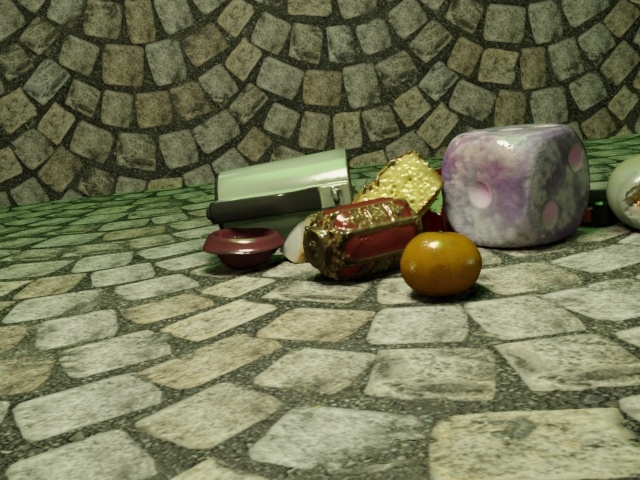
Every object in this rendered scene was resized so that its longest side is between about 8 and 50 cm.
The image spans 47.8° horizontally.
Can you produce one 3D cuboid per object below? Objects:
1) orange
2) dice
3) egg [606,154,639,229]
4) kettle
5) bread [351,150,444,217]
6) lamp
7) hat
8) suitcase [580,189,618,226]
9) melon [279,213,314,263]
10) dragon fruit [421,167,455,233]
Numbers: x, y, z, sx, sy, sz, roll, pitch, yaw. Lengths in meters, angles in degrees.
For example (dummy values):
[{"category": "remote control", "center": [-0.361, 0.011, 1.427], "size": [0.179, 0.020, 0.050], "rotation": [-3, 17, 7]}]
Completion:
[{"category": "orange", "center": [0.231, 0.042, 1.390], "size": [0.156, 0.124, 0.156], "rotation": [-9, 12, 2]}, {"category": "dice", "center": [0.475, -0.138, 1.765], "size": [0.271, 0.270, 0.270], "rotation": [-17, 16, -37]}, {"category": "egg", "center": [0.784, -0.121, 1.734], "size": [0.183, 0.183, 0.217], "rotation": [-2, 21, 22]}, {"category": "kettle", "center": [-0.098, -0.101, 1.969], "size": [0.376, 0.250, 0.361], "rotation": [-8, 9, 5]}, {"category": "bread", "center": [0.188, -0.091, 1.810], "size": [0.160, 0.260, 0.147], "rotation": [39, 5, 17]}, {"category": "lamp", "center": [0.098, -0.005, 1.607], "size": [0.274, 0.177, 0.177], "rotation": [-11, 12, -30]}, {"category": "hat", "center": [-0.190, 0.023, 1.797], "size": [0.205, 0.089, 0.205], "rotation": [-1, 12, 0]}, {"category": "suitcase", "center": [0.676, -0.093, 1.949], "size": [0.206, 0.066, 0.285], "rotation": [-17, 16, -42]}, {"category": "melon", "center": [-0.001, -0.005, 1.798], "size": [0.202, 0.139, 0.093], "rotation": [-5, 34, -7]}, {"category": "dragon fruit", "center": [0.308, -0.128, 1.964], "size": [0.282, 0.100, 0.343], "rotation": [17, 40, 35]}]
